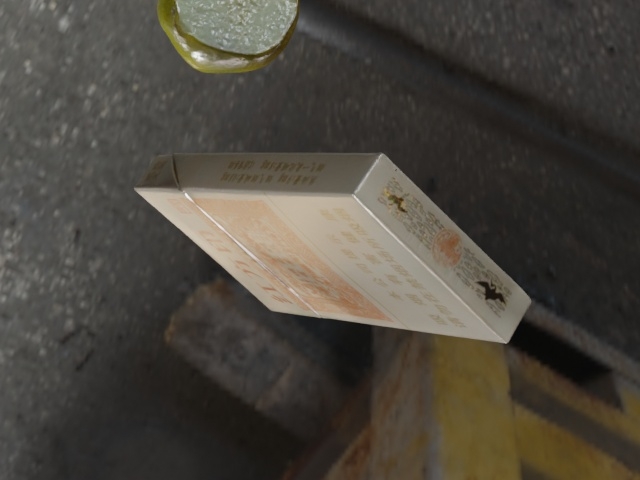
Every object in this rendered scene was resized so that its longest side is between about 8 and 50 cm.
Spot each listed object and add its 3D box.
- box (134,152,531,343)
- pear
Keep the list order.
[{"bbox_3d":[-0.001,0.000,1.480,0.204,0.365,0.051,42,70,-28],"label":"box"},{"bbox_3d":[-0.090,-0.224,1.640,0.141,0.104,0.141,1,80,-6],"label":"pear"}]
